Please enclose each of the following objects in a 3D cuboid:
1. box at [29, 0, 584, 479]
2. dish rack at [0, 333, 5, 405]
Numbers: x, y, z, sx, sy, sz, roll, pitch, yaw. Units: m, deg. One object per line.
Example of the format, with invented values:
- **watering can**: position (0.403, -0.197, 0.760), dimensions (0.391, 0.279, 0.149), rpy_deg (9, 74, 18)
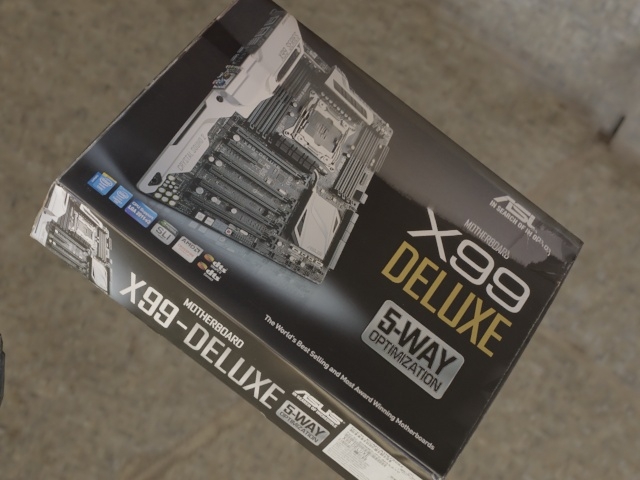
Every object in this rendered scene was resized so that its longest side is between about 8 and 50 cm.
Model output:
- **box**: position (0.000, 0.000, 1.058), dimensions (0.307, 0.076, 0.242), rpy_deg (38, 51, 0)
- **dish rack**: position (-0.213, -0.056, 0.518), dimensions (0.208, 0.074, 0.271), rpy_deg (-4, 61, -2)
